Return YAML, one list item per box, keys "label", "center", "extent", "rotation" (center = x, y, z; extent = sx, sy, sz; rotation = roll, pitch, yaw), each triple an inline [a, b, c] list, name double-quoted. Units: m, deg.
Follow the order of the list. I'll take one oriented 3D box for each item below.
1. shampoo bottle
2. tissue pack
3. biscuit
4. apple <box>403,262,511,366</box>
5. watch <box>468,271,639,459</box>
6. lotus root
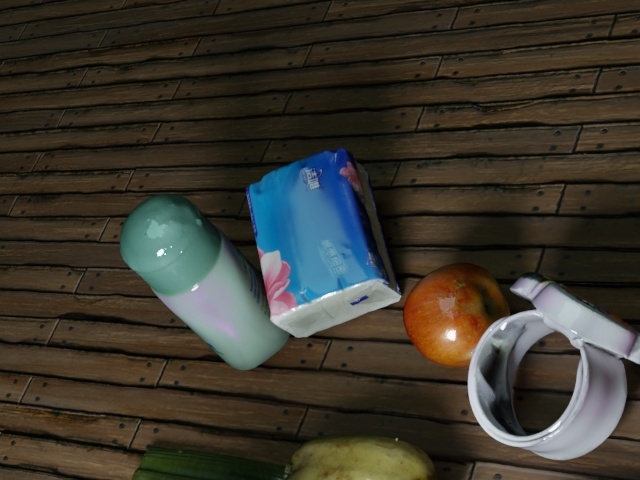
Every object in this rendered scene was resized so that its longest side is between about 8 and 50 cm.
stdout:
- label: "shampoo bottle"
  center: [-0.195, 0.060, 2.093]
  extent: [0.151, 0.349, 0.222]
  rotation: [-34, 43, 6]
- label: "tissue pack"
  center: [0.000, 0.000, 2.121]
  extent: [0.209, 0.137, 0.270]
  rotation: [-20, 59, 13]
- label: "biscuit"
  center: [-0.177, 0.388, 2.035]
  extent: [0.322, 0.038, 0.099]
  rotation: [1, 53, 37]
- label: "apple"
  center: [0.204, 0.115, 1.905]
  extent: [0.139, 0.163, 0.163]
  rotation: [-26, 42, 36]
- label: "watch"
  center: [0.321, 0.181, 1.779]
  extent: [0.244, 0.196, 0.231]
  rotation: [33, 99, 47]
- label: "lotus root"
  center: [0.060, 0.358, 1.810]
  extent: [0.284, 0.146, 0.160]
  rotation: [0, 73, 33]
